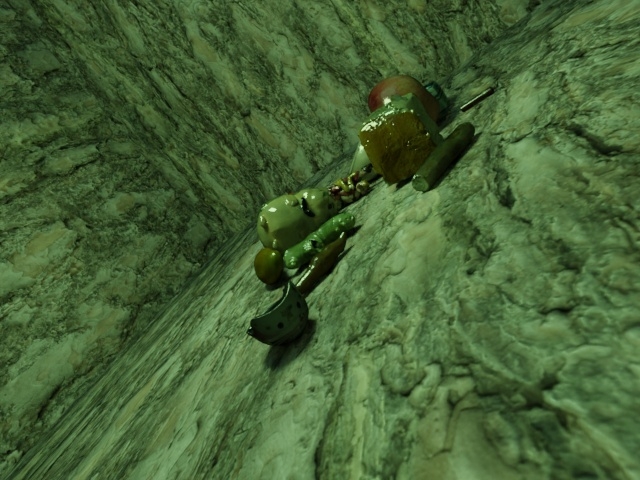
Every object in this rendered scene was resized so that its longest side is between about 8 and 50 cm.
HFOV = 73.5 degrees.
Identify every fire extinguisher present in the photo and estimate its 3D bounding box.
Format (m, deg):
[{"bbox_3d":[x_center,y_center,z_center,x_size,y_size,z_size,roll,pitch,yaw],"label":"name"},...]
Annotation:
[{"bbox_3d":[0.651,-0.582,1.742,0.173,0.035,0.049,-30,-22,38],"label":"fire extinguisher"}]

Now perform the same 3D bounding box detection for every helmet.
[{"bbox_3d":[-0.090,0.189,1.023,0.153,0.107,0.177,-49,-4,-25],"label":"helmet"}]

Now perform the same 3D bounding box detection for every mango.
[{"bbox_3d":[-0.182,0.091,1.549,0.099,0.136,0.227,-4,-8,-19],"label":"mango"}]

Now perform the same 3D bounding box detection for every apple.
[{"bbox_3d":[0.370,-0.576,1.882,0.269,0.345,0.345,-27,15,11],"label":"apple"}]

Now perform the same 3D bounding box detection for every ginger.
[{"bbox_3d":[-0.003,0.004,1.462,0.289,0.089,0.137,-34,-5,3],"label":"ginger"}]

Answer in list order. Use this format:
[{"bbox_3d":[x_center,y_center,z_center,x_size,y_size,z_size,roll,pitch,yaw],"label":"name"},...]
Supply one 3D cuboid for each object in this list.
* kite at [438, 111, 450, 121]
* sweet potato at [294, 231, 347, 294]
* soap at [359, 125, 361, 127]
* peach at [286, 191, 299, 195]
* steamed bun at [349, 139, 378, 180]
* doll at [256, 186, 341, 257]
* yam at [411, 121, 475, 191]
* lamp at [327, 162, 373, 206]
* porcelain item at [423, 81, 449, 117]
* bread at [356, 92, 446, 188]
[{"bbox_3d":[0.563,-0.561,1.963,0.090,0.004,0.122,-32,15,29],"label":"kite"},{"bbox_3d":[-0.005,0.077,1.260,0.274,0.067,0.067,-47,15,-23],"label":"sweet potato"},{"bbox_3d":[0.267,-0.467,2.031,0.065,0.203,0.122,-36,14,14],"label":"soap"},{"bbox_3d":[-0.108,-0.128,1.981,0.190,0.190,0.192,-45,14,-24],"label":"peach"},{"bbox_3d":[0.224,-0.369,1.888,0.232,0.145,0.232,19,-90,-88],"label":"steamed bun"},{"bbox_3d":[-0.083,-0.088,1.696,0.349,0.247,0.247,-28,6,-28],"label":"doll"},{"bbox_3d":[0.381,-0.262,1.314,0.317,0.071,0.067,-47,-22,-28],"label":"yam"},{"bbox_3d":[0.135,-0.222,1.790,0.253,0.118,0.118,-25,19,38],"label":"lamp"},{"bbox_3d":[0.488,-0.651,2.152,0.281,0.157,0.286,-32,14,34],"label":"porcelain item"},{"bbox_3d":[0.283,-0.365,1.515,0.250,0.279,0.225,-31,1,29],"label":"bread"}]
